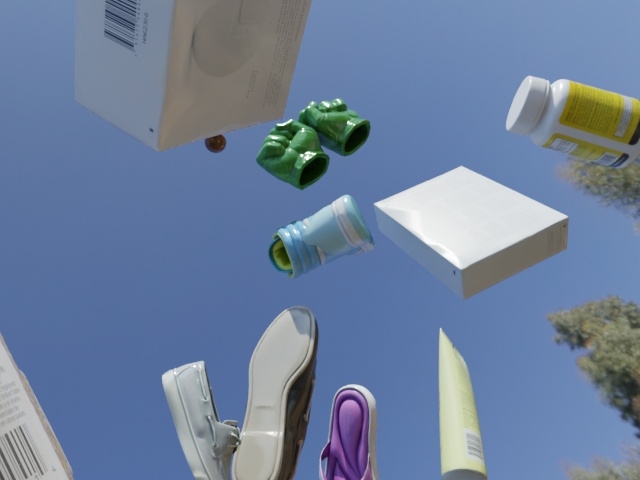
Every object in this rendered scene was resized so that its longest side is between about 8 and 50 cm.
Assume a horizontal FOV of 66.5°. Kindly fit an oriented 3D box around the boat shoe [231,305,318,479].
[{"bbox_3d":[-0.070,0.276,0.850,0.095,0.112,0.335,70,-153,-48],"label":"boat shoe"}]

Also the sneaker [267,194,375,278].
[{"bbox_3d":[0.000,0.000,1.044,0.208,0.319,0.127,-26,-101,7],"label":"sneaker"}]

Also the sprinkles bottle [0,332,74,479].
[{"bbox_3d":[-0.247,0.102,0.295,0.121,0.121,0.355,-26,-90,-20],"label":"sprinkles bottle"}]

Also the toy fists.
[{"bbox_3d":[-0.020,-0.227,1.077,0.279,0.142,0.096,-42,-31,-30],"label":"toy fists"}]

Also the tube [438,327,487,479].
[{"bbox_3d":[0.212,0.254,0.754,0.062,0.240,0.070,10,-50,2],"label":"tube"}]

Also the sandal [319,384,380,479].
[{"bbox_3d":[0.060,0.569,1.192,0.102,0.170,0.415,23,-121,-52],"label":"sandal"}]

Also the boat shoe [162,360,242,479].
[{"bbox_3d":[-0.159,0.285,0.716,0.081,0.079,0.227,-23,-107,-14],"label":"boat shoe"}]

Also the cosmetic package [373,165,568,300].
[{"bbox_3d":[0.346,-0.039,1.190,0.285,0.377,0.097,-21,-58,-13],"label":"cosmetic package"}]

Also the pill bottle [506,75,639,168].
[{"bbox_3d":[0.447,-0.211,0.856,0.209,0.119,0.119,18,-83,5],"label":"pill bottle"}]

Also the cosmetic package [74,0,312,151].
[{"bbox_3d":[-0.128,-0.245,0.536,0.225,0.138,0.224,-32,-32,-52],"label":"cosmetic package"}]

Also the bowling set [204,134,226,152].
[{"bbox_3d":[-0.299,-0.323,1.185,0.287,0.154,0.199,-7,-39,14],"label":"bowling set"}]
